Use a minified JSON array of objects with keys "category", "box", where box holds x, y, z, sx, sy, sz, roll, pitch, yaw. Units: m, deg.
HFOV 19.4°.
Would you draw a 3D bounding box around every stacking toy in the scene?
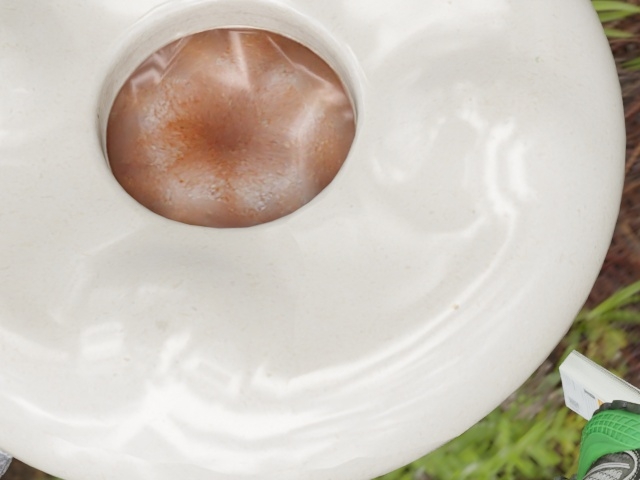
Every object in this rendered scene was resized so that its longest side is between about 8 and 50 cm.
[{"category":"stacking toy","box":[-0.032,0.036,1.007,0.350,0.480,0.351,-1,64,2]}]

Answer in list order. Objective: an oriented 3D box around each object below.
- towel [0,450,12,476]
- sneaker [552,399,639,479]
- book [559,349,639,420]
[{"category":"towel","box":[-0.271,0.088,1.151,0.121,0.235,0.284,28,96,-32]},{"category":"sneaker","box":[0.191,0.211,1.169,0.134,0.146,0.343,25,151,1]},{"category":"book","box":[0.290,0.170,1.760,0.144,0.096,0.035,34,73,25]}]
